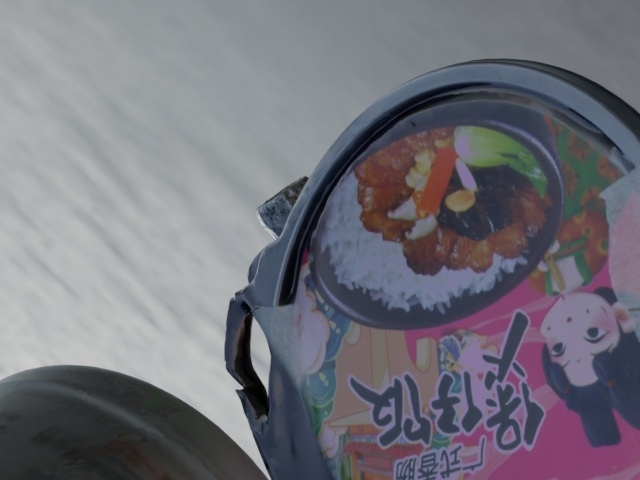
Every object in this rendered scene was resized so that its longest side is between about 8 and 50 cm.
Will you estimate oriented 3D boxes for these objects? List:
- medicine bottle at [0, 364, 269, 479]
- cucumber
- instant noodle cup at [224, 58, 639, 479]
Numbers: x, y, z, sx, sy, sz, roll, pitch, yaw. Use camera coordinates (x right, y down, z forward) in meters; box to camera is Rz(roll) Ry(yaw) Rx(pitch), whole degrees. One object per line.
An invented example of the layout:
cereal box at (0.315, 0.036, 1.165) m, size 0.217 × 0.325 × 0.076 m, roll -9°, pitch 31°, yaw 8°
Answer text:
medicine bottle at (-0.166, 0.228, 0.855) m, size 0.241 × 0.302 × 0.241 m, roll 17°, pitch 126°, yaw 25°
cucumber at (-0.001, -0.002, 1.539) m, size 0.112 × 0.064 × 0.064 m, roll 48°, pitch 162°, yaw -4°
instant noodle cup at (0.122, 0.058, 0.768) m, size 0.181 × 0.258 × 0.302 m, roll 3°, pitch -166°, yaw -43°
